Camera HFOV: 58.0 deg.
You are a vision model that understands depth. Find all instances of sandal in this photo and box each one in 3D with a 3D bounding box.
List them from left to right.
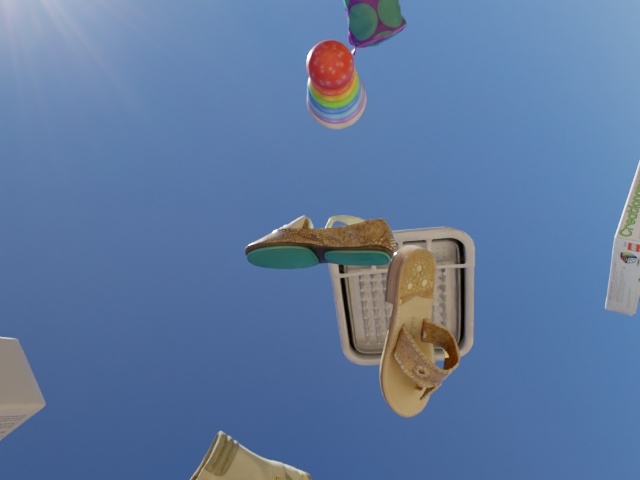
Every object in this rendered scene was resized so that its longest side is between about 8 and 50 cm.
[{"bbox_3d":[0.127,0.128,0.688,0.088,0.079,0.239,-16,-67,-31],"label":"sandal"}]

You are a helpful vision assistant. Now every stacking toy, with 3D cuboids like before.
[{"bbox_3d":[0.024,-0.332,1.204,0.330,0.141,0.141,9,-118,-85],"label":"stacking toy"}]

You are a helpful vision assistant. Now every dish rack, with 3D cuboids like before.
[{"bbox_3d":[0.173,0.113,1.214,0.072,0.286,0.332,-87,-10,-60],"label":"dish rack"}]

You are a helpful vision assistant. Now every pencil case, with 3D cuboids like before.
[{"bbox_3d":[0.039,-0.288,0.629,0.064,0.070,0.151,-91,-23,-74],"label":"pencil case"}]

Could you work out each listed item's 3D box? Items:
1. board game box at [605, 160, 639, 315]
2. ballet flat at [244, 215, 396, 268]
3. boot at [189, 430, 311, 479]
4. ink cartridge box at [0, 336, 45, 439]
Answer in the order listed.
[{"bbox_3d":[0.589,-0.039,1.056,0.305,0.053,0.192,-54,-37,-32],"label":"board game box"},{"bbox_3d":[0.000,0.000,0.785,0.073,0.207,0.067,71,-158,-59],"label":"ballet flat"},{"bbox_3d":[-0.115,0.383,0.779,0.165,0.077,0.213,32,-134,-11],"label":"boot"},{"bbox_3d":[-0.398,0.178,0.534,0.086,0.208,0.153,54,-175,22],"label":"ink cartridge box"}]
